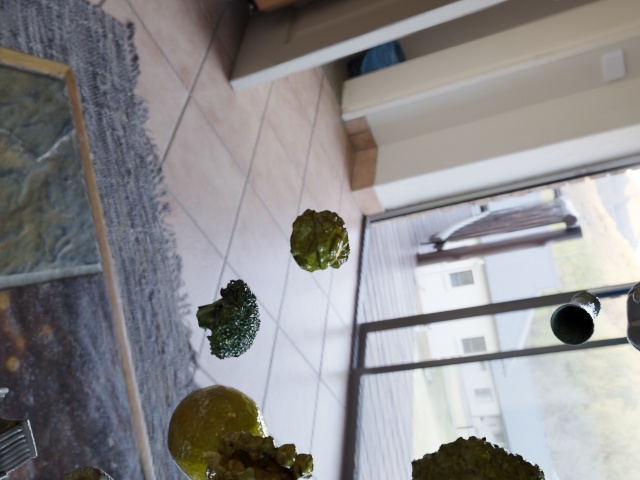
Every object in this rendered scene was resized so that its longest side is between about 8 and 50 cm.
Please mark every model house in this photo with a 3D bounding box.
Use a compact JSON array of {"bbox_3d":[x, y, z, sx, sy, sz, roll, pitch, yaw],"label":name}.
[{"bbox_3d":[-0.679,0.395,1.195,0.188,0.122,0.229,-20,96,-29],"label":"model house"}]

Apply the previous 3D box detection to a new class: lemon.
[{"bbox_3d":[-0.317,0.608,1.876,0.336,0.336,0.336,-12,90,-70],"label":"lemon"}]

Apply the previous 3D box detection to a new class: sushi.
[{"bbox_3d":[0.442,0.746,1.719,0.396,0.351,0.240,30,46,-19],"label":"sushi"}]

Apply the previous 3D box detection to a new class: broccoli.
[{"bbox_3d":[-0.250,0.212,1.664,0.226,0.176,0.198,59,-22,26],"label":"broccoli"}]

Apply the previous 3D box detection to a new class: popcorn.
[{"bbox_3d":[0.001,-0.001,1.784,0.155,0.197,0.198,-15,93,-49],"label":"popcorn"}]

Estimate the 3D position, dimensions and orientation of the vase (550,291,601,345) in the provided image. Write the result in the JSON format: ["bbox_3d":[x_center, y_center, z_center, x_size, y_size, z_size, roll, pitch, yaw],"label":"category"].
[{"bbox_3d":[0.627,0.180,1.460,0.219,0.096,0.096,-12,91,-58],"label":"vase"}]

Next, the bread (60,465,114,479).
[{"bbox_3d":[-0.549,0.748,1.555,0.187,0.155,0.338,-117,-177,-48],"label":"bread"}]

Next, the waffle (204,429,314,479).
[{"bbox_3d":[-0.140,0.575,1.419,0.324,0.261,0.151,104,10,-49],"label":"waffle"}]

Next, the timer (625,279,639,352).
[{"bbox_3d":[0.548,0.176,0.824,0.315,0.290,0.291,54,21,1],"label":"timer"}]
